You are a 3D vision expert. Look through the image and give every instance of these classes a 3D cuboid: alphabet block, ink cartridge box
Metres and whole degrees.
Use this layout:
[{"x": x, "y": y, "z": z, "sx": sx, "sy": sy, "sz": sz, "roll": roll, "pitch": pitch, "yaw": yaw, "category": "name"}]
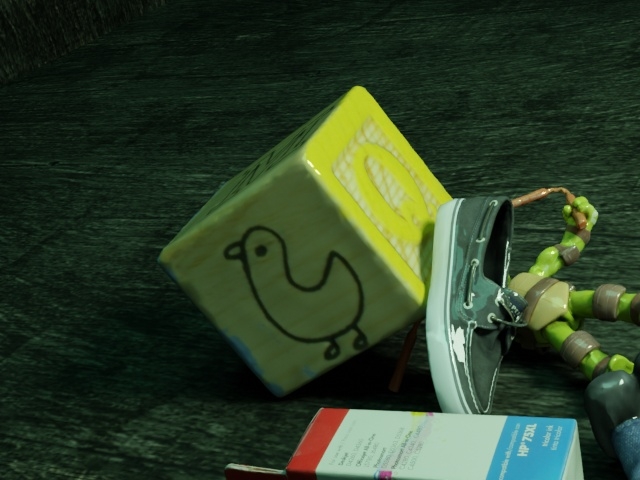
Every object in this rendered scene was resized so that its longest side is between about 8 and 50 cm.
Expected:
[{"x": 0.000, "y": 0.000, "z": 1.071, "sx": 0.197, "sy": 0.192, "sz": 0.193, "roll": -34, "pitch": 13, "yaw": 31, "category": "alphabet block"}, {"x": 0.062, "y": 0.192, "z": 0.762, "sx": 0.231, "sy": 0.134, "sz": 0.078, "roll": 0, "pitch": 27, "yaw": 23, "category": "ink cartridge box"}]

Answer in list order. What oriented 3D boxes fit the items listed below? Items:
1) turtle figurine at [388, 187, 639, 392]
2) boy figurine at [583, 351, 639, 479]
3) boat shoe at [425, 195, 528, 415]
[{"x": 0.204, "y": 0.075, "z": 1.021, "sx": 0.269, "sy": 0.087, "sz": 0.217, "roll": -46, "pitch": 39, "yaw": -16, "category": "turtle figurine"}, {"x": 0.278, "y": 0.173, "z": 0.745, "sx": 0.177, "sy": 0.092, "sz": 0.285, "roll": -30, "pitch": 21, "yaw": 0, "category": "boy figurine"}, {"x": 0.143, "y": 0.055, "z": 0.964, "sx": 0.076, "sy": 0.080, "sz": 0.229, "roll": -15, "pitch": 47, "yaw": 27, "category": "boat shoe"}]
